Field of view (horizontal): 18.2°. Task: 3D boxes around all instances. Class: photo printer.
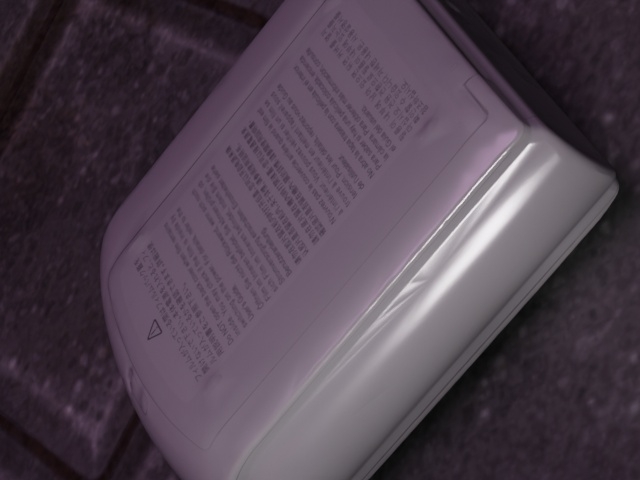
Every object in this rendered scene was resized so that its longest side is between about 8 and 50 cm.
[{"bbox_3d":[0.000,0.000,1.158,0.307,0.107,0.256,-50,41,15],"label":"photo printer"}]
